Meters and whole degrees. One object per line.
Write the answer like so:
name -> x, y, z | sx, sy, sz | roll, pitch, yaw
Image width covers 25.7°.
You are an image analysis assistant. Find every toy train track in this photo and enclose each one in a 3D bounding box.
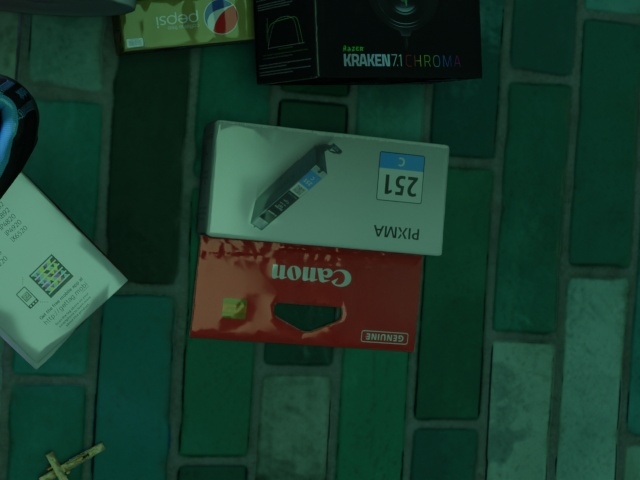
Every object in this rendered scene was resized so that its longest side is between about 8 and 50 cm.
toy train track -> -0.291, 0.261, 1.643 | 0.083, 0.014, 0.048 | -29, 93, -19

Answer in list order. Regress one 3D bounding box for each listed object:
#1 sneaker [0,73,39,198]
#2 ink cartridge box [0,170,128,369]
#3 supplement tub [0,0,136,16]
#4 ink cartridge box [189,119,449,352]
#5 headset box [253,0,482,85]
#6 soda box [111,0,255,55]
sneaker -> -0.376, -0.012, 1.219 | 0.125, 0.139, 0.341 | 38, 86, -14
ink cartridge box -> -0.357, -0.020, 1.456 | 0.130, 0.309, 0.272 | -45, 104, -10
supplement tub -> -0.290, -0.418, 1.496 | 0.241, 0.241, 0.331 | 3, 91, -17
ink cartridge box -> 0.000, 0.000, 1.692 | 0.296, 0.066, 0.261 | 5, 90, -17
headset box -> 0.054, -0.323, 1.627 | 0.246, 0.131, 0.283 | -4, 93, -35
soda box -> -0.148, -0.254, 1.638 | 0.181, 0.061, 0.058 | -7, 94, -16
